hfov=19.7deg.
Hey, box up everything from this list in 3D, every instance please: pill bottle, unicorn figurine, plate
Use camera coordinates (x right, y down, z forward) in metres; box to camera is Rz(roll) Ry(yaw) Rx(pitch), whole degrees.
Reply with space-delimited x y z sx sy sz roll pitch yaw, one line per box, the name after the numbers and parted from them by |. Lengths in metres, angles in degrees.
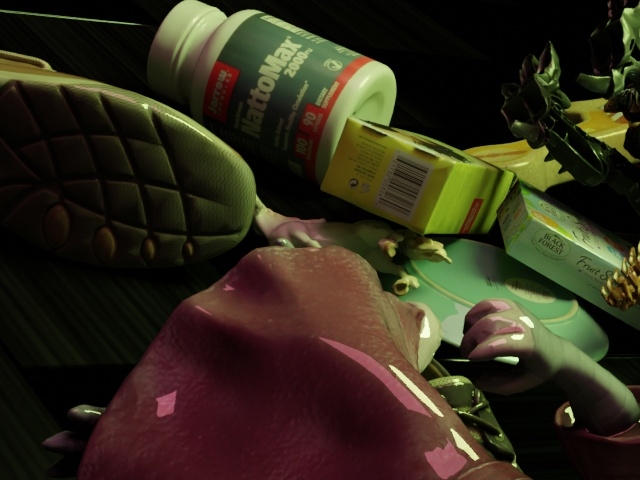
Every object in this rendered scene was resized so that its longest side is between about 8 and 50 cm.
-0.042 -0.120 1.457 0.180 0.108 0.108 25 23 19 | pill bottle
0.000 0.000 1.276 0.161 0.060 0.111 16 17 -21 | unicorn figurine
0.120 0.036 1.320 0.188 0.024 0.188 15 21 -6 | plate

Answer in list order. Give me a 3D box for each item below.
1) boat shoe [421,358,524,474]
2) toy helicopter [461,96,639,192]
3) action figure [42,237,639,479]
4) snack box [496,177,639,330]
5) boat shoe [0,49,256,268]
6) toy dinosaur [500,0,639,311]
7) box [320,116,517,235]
0.061 0.107 1.034 0.080 0.073 0.223 1 27 -36 | boat shoe
0.265 -0.080 1.556 0.355 0.140 0.235 -17 21 -30 | toy helicopter
0.061 0.161 0.828 0.370 0.248 0.275 30 -2 30 | action figure
0.200 0.015 1.364 0.141 0.037 0.100 30 15 -8 | snack box
-0.198 -0.072 1.211 0.324 0.123 0.116 16 20 -8 | boat shoe
0.263 -0.074 1.357 0.218 0.164 0.322 41 23 -12 | toy dinosaur
0.077 -0.044 1.351 0.087 0.058 0.232 24 6 14 | box
